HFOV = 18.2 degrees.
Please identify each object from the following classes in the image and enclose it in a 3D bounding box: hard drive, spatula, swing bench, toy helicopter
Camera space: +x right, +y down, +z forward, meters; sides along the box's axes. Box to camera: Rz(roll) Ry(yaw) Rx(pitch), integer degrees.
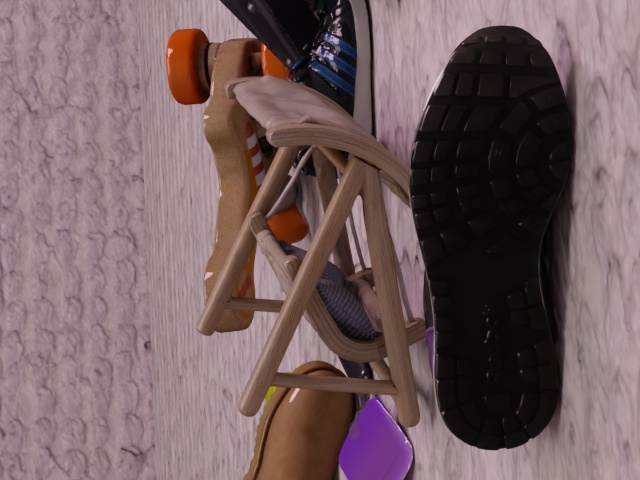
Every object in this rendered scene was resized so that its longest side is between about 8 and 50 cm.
[{"bbox_3d":[-0.073,-0.262,2.045,0.172,0.054,0.255,53,176,-41],"label":"hard drive"},{"bbox_3d":[0.036,0.145,1.875,0.084,0.030,0.296,-62,19,22],"label":"spatula"},{"bbox_3d":[0.000,0.000,1.742,0.253,0.165,0.255,-126,42,-72],"label":"swing bench"},{"bbox_3d":[-0.083,-0.053,2.179,0.235,0.140,0.355,66,-154,-56],"label":"toy helicopter"}]

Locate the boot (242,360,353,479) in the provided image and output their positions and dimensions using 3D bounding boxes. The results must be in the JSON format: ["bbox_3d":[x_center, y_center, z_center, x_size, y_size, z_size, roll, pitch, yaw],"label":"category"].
[{"bbox_3d":[0.013,0.254,1.872,0.269,0.089,0.236,25,94,64],"label":"boot"}]

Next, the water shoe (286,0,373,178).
[{"bbox_3d":[0.005,-0.159,1.892,0.073,0.080,0.203,129,139,-72],"label":"water shoe"}]

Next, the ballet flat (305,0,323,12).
[{"bbox_3d":[-0.041,-0.377,2.038,0.107,0.106,0.316,-110,21,-58],"label":"ballet flat"}]

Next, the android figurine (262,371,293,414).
[{"bbox_3d":[-0.029,0.256,2.163,0.273,0.056,0.248,100,165,-45],"label":"android figurine"}]

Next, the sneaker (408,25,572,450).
[{"bbox_3d":[0.104,-0.009,1.362,0.124,0.107,0.283,-111,22,-75],"label":"sneaker"}]
